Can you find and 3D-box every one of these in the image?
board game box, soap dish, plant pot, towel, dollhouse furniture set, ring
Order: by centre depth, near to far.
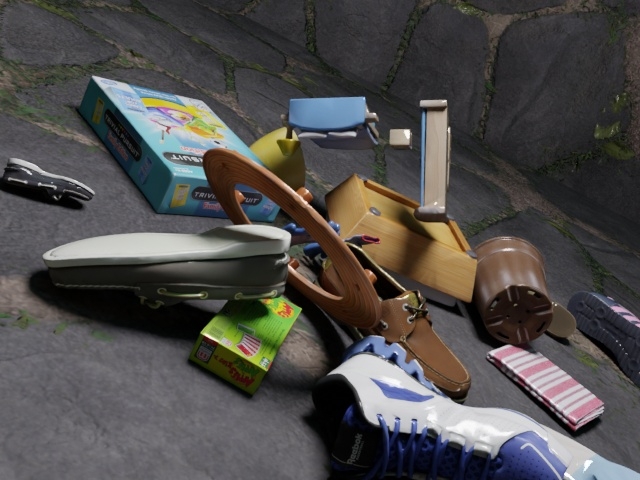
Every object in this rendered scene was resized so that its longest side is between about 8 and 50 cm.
[{"bbox_3d":[-0.094,0.120,0.953,0.092,0.043,0.181,30,23,1],"label":"board game box"},{"bbox_3d":[-0.038,-0.004,1.017,0.336,0.032,0.337,40,-18,16],"label":"ring"},{"bbox_3d":[0.395,0.252,1.280,0.197,0.029,0.144,40,24,31],"label":"towel"},{"bbox_3d":[-0.251,-0.167,1.327,0.253,0.079,0.336,3,34,-47],"label":"board game box"},{"bbox_3d":[0.359,0.100,1.374,0.167,0.167,0.165,26,23,-7],"label":"plant pot"},{"bbox_3d":[0.091,-0.137,1.381,0.303,0.198,0.286,2,-5,12],"label":"dollhouse furniture set"},{"bbox_3d":[0.157,-0.006,1.420,0.290,0.118,0.229,23,23,-16],"label":"soap dish"},{"bbox_3d":[-0.099,-0.151,1.439,0.095,0.134,0.134,-13,40,-20],"label":"plant pot"}]

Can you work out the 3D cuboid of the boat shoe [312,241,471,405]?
[{"bbox_3d":[0.114,0.123,1.112,0.307,0.104,0.110,39,24,21],"label":"boat shoe"}]

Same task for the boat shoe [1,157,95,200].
[{"bbox_3d":[-0.385,-0.077,1.030,0.125,0.038,0.046,23,-19,-29],"label":"boat shoe"}]

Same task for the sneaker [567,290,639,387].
[{"bbox_3d":[0.691,0.220,1.584,0.131,0.112,0.319,8,31,-35],"label":"sneaker"}]

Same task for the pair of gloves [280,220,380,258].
[{"bbox_3d":[0.000,0.000,1.203,0.198,0.159,0.023,11,73,-42],"label":"pair of gloves"}]

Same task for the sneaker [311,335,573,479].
[{"bbox_3d":[0.109,0.239,0.846,0.315,0.128,0.182,28,25,28],"label":"sneaker"}]

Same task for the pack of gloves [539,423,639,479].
[{"bbox_3d":[0.309,0.331,0.900,0.195,0.046,0.232,-19,25,-34],"label":"pack of gloves"}]

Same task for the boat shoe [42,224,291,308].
[{"bbox_3d":[-0.185,0.039,0.912,0.304,0.091,0.109,-4,18,-19],"label":"boat shoe"}]

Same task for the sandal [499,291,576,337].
[{"bbox_3d":[0.439,0.125,1.569,0.240,0.088,0.079,42,-7,13],"label":"sandal"}]
